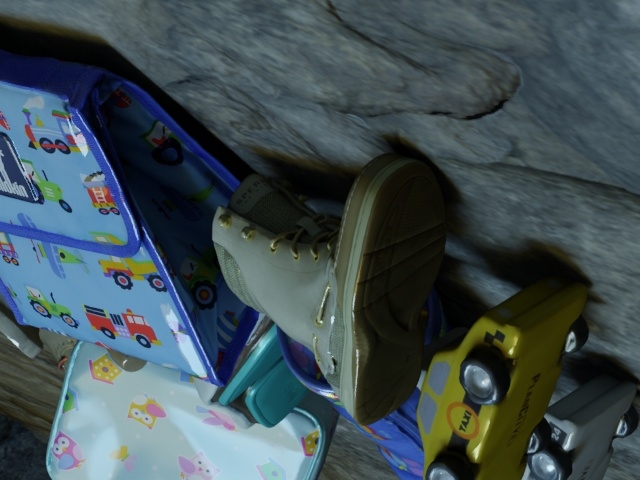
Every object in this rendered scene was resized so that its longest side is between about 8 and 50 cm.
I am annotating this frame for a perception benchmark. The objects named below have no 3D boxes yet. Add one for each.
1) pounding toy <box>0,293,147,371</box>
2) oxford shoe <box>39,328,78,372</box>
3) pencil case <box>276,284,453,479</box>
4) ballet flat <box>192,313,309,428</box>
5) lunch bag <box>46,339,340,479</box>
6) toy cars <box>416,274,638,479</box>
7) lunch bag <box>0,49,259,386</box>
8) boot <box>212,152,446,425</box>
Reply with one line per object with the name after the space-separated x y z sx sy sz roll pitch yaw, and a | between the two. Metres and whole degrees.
-0.250 -0.002 1.730 0.269 0.155 0.154 50 -179 -41 | pounding toy
-0.233 0.127 2.043 0.348 0.130 0.123 24 166 5 | oxford shoe
0.069 0.109 1.463 0.133 0.119 0.306 65 -173 30 | pencil case
-0.075 0.071 1.616 0.139 0.139 0.400 23 167 6 | ballet flat
-0.133 0.193 1.936 0.279 0.224 0.108 21 -150 7 | lunch bag
0.138 0.135 1.392 0.087 0.176 0.393 37 173 28 | toy cars
-0.176 -0.052 1.364 0.221 0.138 0.293 14 150 39 | lunch bag
0.000 0.000 1.254 0.165 0.077 0.213 43 145 34 | boot
